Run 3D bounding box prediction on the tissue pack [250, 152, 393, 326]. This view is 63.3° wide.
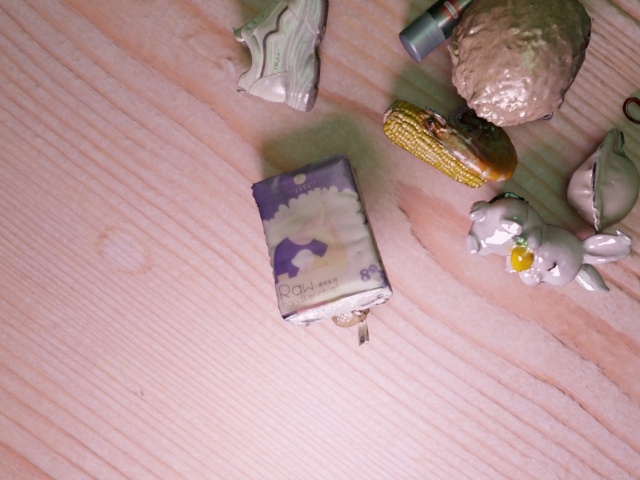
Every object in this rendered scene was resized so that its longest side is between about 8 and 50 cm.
[{"bbox_3d":[0.000,0.000,1.162,0.242,0.125,0.343,-18,68,7],"label":"tissue pack"}]

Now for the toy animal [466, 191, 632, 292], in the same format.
[{"bbox_3d":[0.486,0.009,1.148,0.325,0.154,0.208,10,136,13],"label":"toy animal"}]

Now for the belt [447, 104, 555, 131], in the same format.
[{"bbox_3d":[0.408,-0.292,1.184,0.232,0.053,0.071,-7,95,7],"label":"belt"}]

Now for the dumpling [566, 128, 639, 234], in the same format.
[{"bbox_3d":[0.613,-0.121,1.136,0.142,0.172,0.247,8,97,35],"label":"dumpling"}]

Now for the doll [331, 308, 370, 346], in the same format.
[{"bbox_3d":[0.065,0.146,1.254,0.115,0.105,0.221,-26,94,24],"label":"doll"}]

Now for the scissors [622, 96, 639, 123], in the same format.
[{"bbox_3d":[0.805,-0.249,1.171,0.144,0.017,0.247,-36,95,10],"label":"scissors"}]

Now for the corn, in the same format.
[{"bbox_3d":[0.269,-0.215,1.190,0.293,0.106,0.106,34,100,-4],"label":"corn"}]

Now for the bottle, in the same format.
[{"bbox_3d":[0.306,-0.518,1.145,0.286,0.082,0.082,-39,93,10],"label":"bottle"}]

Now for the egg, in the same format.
[{"bbox_3d":[0.399,-0.388,1.052,0.279,0.279,0.310,16,69,3],"label":"egg"}]

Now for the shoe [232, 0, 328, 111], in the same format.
[{"bbox_3d":[-0.095,-0.474,1.164,0.210,0.132,0.342,9,103,2],"label":"shoe"}]

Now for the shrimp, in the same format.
[{"bbox_3d":[0.323,-0.221,1.122,0.249,0.068,0.150,27,61,-12],"label":"shrimp"}]
